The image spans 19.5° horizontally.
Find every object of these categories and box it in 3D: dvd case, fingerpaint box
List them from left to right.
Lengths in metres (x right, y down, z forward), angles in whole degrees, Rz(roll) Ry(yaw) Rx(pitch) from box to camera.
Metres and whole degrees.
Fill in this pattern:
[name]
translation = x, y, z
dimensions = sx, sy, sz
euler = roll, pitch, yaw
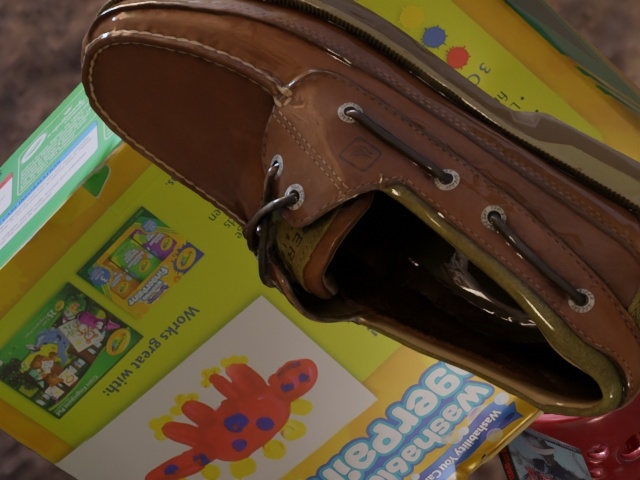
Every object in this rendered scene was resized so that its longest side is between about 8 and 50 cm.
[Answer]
[fingerpaint box]
translation = 0.000, 0.000, 1.292
dimensions = 0.371, 0.445, 0.163
euler = 38, -162, -25
[dvd case]
translation = 0.170, 0.183, 1.343
dimensions = 0.087, 0.013, 0.119
euler = 24, -151, -29

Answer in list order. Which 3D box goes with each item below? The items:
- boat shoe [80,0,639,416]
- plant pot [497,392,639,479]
[boat shoe]
translation = 0.014, -0.025, 0.805
dimensions = 0.307, 0.111, 0.104
euler = 22, -131, 19
[plant pot]
translation = 0.247, 0.161, 1.749
dimensions = 0.191, 0.191, 0.174
euler = -95, -15, -54
